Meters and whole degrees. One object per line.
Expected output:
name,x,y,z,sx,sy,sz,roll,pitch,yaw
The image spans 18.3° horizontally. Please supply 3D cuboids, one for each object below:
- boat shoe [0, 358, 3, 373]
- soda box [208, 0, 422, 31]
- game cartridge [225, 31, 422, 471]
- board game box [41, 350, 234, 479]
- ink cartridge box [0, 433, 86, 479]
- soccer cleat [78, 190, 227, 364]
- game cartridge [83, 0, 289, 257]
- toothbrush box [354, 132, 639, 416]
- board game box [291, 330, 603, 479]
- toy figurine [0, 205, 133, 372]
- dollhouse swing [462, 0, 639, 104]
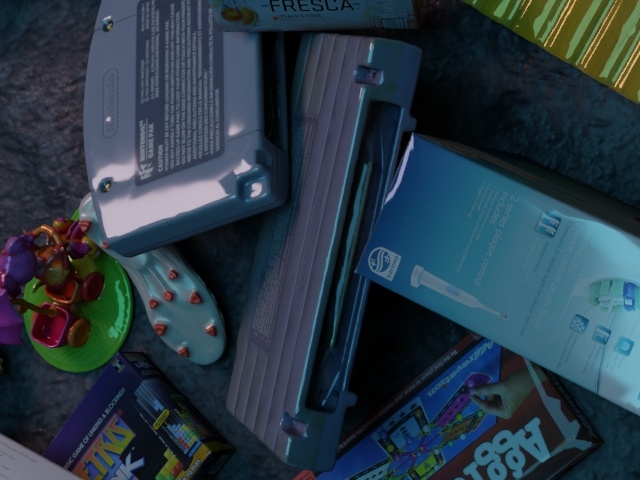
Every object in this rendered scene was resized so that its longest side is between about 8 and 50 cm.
boat shoe,-0.341,0.127,1.956,0.059,0.063,0.170,16,105,26
soda box,-0.003,-0.222,1.714,0.183,0.058,0.063,1,55,13
game cartridge,0.000,0.000,1.697,0.068,0.230,0.355,11,94,-13
board game box,-0.182,0.213,1.869,0.141,0.048,0.170,43,107,22
ink cartridge box,-0.251,0.336,1.862,0.296,0.066,0.261,22,124,39
soccer cleat,-0.149,0.028,1.853,0.068,0.076,0.196,-38,91,17
game cartridge,-0.124,-0.136,1.798,0.198,0.062,0.297,-20,57,31
toothbrush box,0.213,0.033,1.564,0.295,0.216,0.126,28,101,28
board game box,0.097,0.201,1.728,0.281,0.027,0.145,-42,71,21
toy figurine,-0.265,0.040,1.858,0.130,0.159,0.173,22,98,28
dollhouse swing,0.199,-0.303,1.537,0.347,0.305,0.315,34,104,25
